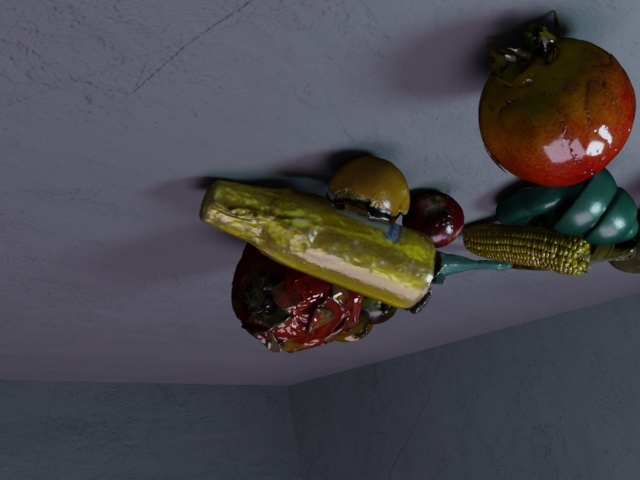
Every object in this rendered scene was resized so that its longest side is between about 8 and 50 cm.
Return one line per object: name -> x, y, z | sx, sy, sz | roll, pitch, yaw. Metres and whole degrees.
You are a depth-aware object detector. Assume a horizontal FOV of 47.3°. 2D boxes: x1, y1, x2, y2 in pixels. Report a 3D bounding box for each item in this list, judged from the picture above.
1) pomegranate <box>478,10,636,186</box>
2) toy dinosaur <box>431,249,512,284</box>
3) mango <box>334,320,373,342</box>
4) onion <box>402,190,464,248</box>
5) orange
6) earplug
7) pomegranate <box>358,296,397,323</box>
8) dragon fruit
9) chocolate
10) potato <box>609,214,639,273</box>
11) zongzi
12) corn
pomegranate -> 0.319, -0.187, 1.014 | 0.210, 0.210, 0.235 | -20, 119, 28
toy dinosaur -> 0.257, 0.062, 1.867 | 0.383, 0.130, 0.331 | 1, 180, 33
mango -> 0.039, 0.237, 2.208 | 0.248, 0.156, 0.151 | -5, -160, -11
onion -> 0.234, -0.041, 1.509 | 0.131, 0.131, 0.131 | -9, 162, -3
orange -> 0.090, -0.093, 1.285 | 0.160, 0.170, 0.112 | 7, 115, -27
earplug -> 0.526, -0.058, 1.561 | 0.164, 0.280, 0.257 | -44, 157, -44
pomegranate -> 0.129, 0.169, 2.053 | 0.156, 0.156, 0.220 | -1, 164, -28
dragon fruit -> -0.048, 0.097, 1.523 | 0.277, 0.278, 0.342 | -23, 164, 33
chocolate -> 0.000, 0.000, 1.326 | 0.445, 0.162, 0.162 | 19, 151, -21
potato -> 0.873, 0.011, 1.959 | 0.164, 0.165, 0.262 | -2, 162, -24
zongzi -> 0.635, 0.022, 1.899 | 0.285, 0.134, 0.288 | 2, 159, -19
corn -> 0.476, 0.012, 1.718 | 0.312, 0.102, 0.102 | 10, 173, 30
